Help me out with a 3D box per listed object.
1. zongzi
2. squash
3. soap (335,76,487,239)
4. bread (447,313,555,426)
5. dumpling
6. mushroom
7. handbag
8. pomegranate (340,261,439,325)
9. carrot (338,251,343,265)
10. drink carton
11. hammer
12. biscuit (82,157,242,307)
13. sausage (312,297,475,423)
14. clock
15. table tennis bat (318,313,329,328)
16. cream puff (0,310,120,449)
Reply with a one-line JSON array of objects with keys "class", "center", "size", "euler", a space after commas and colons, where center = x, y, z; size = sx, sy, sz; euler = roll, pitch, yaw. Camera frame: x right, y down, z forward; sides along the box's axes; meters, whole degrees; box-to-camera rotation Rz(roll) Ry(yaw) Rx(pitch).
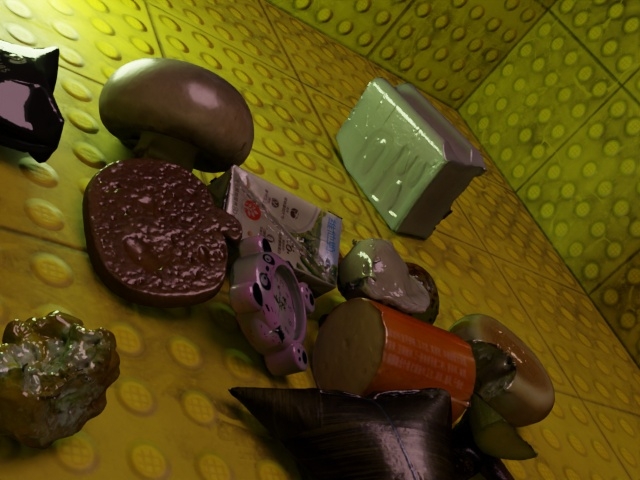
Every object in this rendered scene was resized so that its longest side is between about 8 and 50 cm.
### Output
[{"class": "zongzi", "center": [0.044, 0.441, 1.498], "size": [0.432, 0.207, 0.403], "euler": [10, 47, -16]}, {"class": "squash", "center": [0.361, 0.413, 1.864], "size": [0.192, 0.085, 0.184], "euler": [49, -7, -34]}, {"class": "soap", "center": [0.271, -0.271, 2.767], "size": [0.213, 0.350, 0.435], "euler": [0, 45, -45]}, {"class": "bread", "center": [0.463, 0.344, 2.230], "size": [0.333, 0.160, 0.333], "euler": [34, 27, -20]}, {"class": "dumpling", "center": [0.133, 0.103, 1.961], "size": [0.204, 0.163, 0.293], "euler": [52, 9, -21]}, {"class": "mushroom", "center": [-0.334, -0.248, 1.934], "size": [0.362, 0.294, 0.362], "euler": [18, -8, 3]}, {"class": "handbag", "center": [-0.672, -0.321, 1.714], "size": [0.288, 0.152, 0.342], "euler": [11, 36, -29]}, {"class": "pomegranate", "center": [0.178, 0.147, 2.144], "size": [0.246, 0.198, 0.198], "euler": [9, 20, 15]}, {"class": "carrot", "center": [0.000, 0.000, 2.254], "size": [0.061, 0.061, 0.209], "euler": [20, 29, -39]}, {"class": "drink carton", "center": [-0.116, -0.011, 1.943], "size": [0.325, 0.132, 0.194], "euler": [26, 55, -29]}, {"class": "hammer", "center": [0.443, 0.573, 1.920], "size": [0.409, 0.095, 0.242], "euler": [49, 25, 10]}, {"class": "biscuit", "center": [-0.312, -0.019, 1.706], "size": [0.314, 0.063, 0.367], "euler": [0, 50, -26]}, {"class": "sausage", "center": [0.158, 0.270, 1.837], "size": [0.287, 0.233, 0.233], "euler": [25, 29, -34]}, {"class": "clock", "center": [-0.100, 0.129, 1.726], "size": [0.227, 0.090, 0.247], "euler": [-84, 152, -47]}, {"class": "table tennis bat", "center": [0.092, 0.245, 2.028], "size": [0.234, 0.022, 0.131], "euler": [25, 28, -27]}, {"class": "cream puff", "center": [-0.407, 0.197, 1.228], "size": [0.194, 0.194, 0.221], "euler": [49, 38, 15]}]
